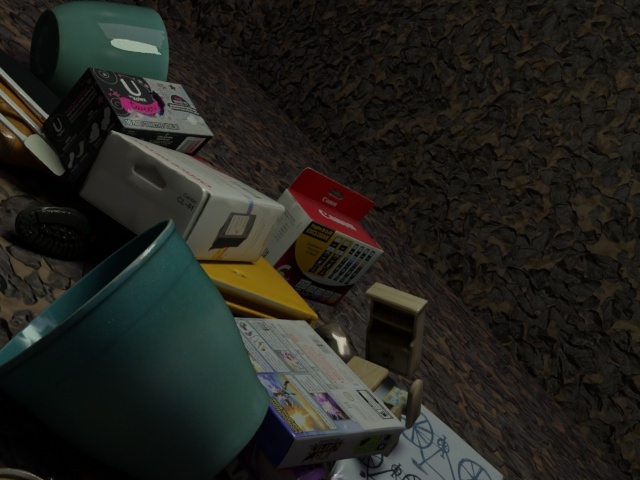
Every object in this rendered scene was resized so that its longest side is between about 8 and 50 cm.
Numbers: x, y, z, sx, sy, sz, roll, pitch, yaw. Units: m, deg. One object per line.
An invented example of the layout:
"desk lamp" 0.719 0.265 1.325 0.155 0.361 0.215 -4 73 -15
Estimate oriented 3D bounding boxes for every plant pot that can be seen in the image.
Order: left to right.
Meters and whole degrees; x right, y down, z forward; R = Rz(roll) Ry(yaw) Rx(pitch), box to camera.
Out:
"plant pot" -0.530 -0.420 1.667 0.235 0.293 0.293 1 39 -41
"plant pot" -0.205 0.155 0.865 0.255 0.272 0.271 51 12 -14

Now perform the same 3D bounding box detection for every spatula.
"spatula" -0.528 -0.224 1.266 0.242 0.019 0.168 48 20 -18

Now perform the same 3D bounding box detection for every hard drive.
"hard drive" -0.648 -0.322 1.502 0.255 0.054 0.172 41 15 2

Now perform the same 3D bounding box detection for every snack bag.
"snack bag" 0.173 0.432 1.246 0.323 0.037 0.342 41 34 -1

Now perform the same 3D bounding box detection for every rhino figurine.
"rhino figurine" 0.042 0.267 1.403 0.073 0.106 0.243 17 34 -49

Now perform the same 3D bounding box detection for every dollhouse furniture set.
"dollhouse furniture set" 0.081 0.210 1.253 0.212 0.161 0.242 19 36 28

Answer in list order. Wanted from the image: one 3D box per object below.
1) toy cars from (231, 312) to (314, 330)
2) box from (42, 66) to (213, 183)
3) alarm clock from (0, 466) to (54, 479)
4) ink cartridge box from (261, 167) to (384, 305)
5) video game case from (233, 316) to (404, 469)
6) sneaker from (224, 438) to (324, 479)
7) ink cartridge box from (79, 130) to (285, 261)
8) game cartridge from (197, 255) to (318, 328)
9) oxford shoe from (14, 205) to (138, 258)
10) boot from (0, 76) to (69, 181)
"toy cars" -0.184 0.135 1.286 0.394 0.087 0.176 22 11 -41
"box" -0.353 -0.208 1.337 0.142 0.163 0.247 56 26 13
"alarm clock" -0.282 0.288 0.638 0.129 0.064 0.192 29 17 -39
"ink cartridge box" 0.000 0.000 1.749 0.309 0.272 0.130 21 24 -50
"video game case" -0.043 0.216 1.074 0.244 0.061 0.269 13 23 -48
"sneaker" -0.027 0.355 0.996 0.236 0.104 0.095 46 14 16
"ink cartridge box" -0.232 -0.068 1.268 0.226 0.131 0.306 31 9 19
"game cartridge" -0.187 0.051 1.330 0.285 0.052 0.324 24 8 -32
"oxford shoe" -0.419 -0.020 1.193 0.096 0.082 0.227 27 6 30
"boot" -0.584 -0.236 1.353 0.211 0.104 0.295 31 23 -50
